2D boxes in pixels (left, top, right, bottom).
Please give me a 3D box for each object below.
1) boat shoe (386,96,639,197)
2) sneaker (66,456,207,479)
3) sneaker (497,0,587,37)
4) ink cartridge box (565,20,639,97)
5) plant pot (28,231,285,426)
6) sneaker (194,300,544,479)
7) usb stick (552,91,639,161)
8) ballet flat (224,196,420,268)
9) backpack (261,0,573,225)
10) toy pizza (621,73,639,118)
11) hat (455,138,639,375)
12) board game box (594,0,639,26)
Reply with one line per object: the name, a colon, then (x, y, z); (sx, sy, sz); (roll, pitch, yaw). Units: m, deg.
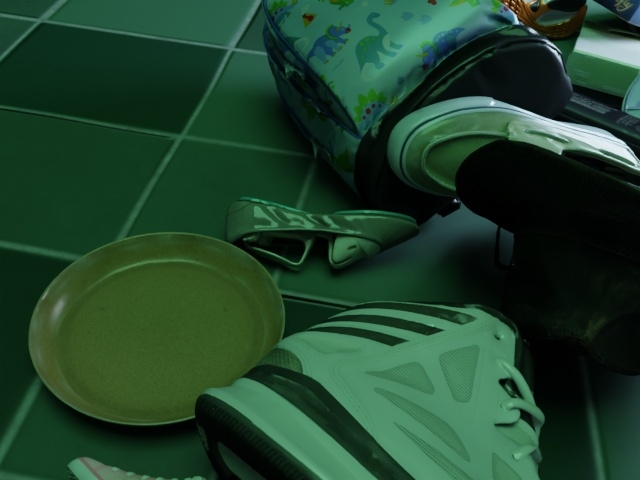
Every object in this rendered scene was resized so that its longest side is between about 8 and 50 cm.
boat shoe: (0.221, -0.085, 0.731); (0.302, 0.109, 0.094); (1, 26, -18)
sneaker: (-0.127, 0.199, 0.526); (0.134, 0.051, 0.070); (32, 47, 22)
sneaker: (0.324, -0.410, 1.209); (0.262, 0.099, 0.121); (-1, 35, -18)
ink cartridge box: (0.491, -0.289, 1.112); (0.171, 0.056, 0.235); (20, 32, 14)
plant pot: (-0.153, 0.082, 0.663); (0.236, 0.032, 0.236); (3, 43, -3)
sneaker: (0.144, 0.175, 0.491); (0.447, 0.169, 0.257); (32, 51, 29)
usb stick: (0.351, -0.186, 0.978); (0.077, 0.045, 0.278); (-23, 44, -39)
ballet flat: (0.000, 0.000, 0.754); (0.213, 0.072, 0.068); (7, 70, 3)
backpack: (0.076, -0.225, 0.873); (0.290, 0.273, 0.355); (-37, 37, -2)
toy pizza: (0.524, -0.175, 0.952); (0.201, 0.032, 0.201); (-8, 66, 19)
hat: (0.241, 0.043, 0.623); (0.331, 0.331, 0.134); (24, 84, 19)
board game box: (0.555, -0.406, 1.193); (0.243, 0.042, 0.165); (2, 39, -36)
